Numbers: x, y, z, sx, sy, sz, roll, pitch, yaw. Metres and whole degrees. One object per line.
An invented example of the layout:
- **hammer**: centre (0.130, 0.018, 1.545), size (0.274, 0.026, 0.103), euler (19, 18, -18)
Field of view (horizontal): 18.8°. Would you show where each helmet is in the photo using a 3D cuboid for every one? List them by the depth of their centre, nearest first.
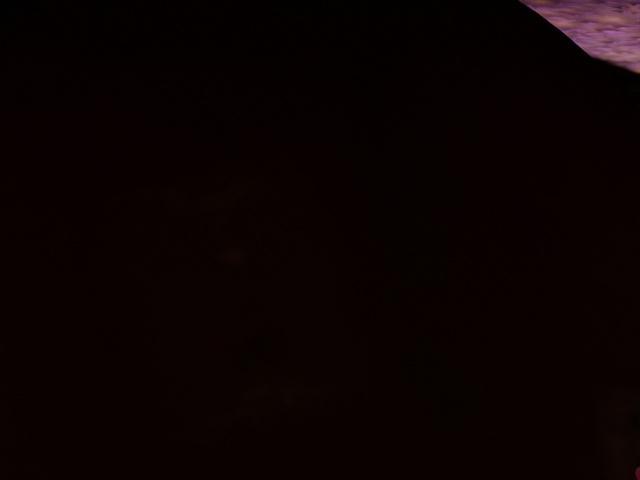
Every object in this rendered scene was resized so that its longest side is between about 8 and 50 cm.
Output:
- **helmet**: centre (-0.032, 0.027, 0.527), size (0.337, 0.230, 0.385), euler (-14, 173, -5)

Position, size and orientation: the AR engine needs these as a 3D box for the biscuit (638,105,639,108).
- **biscuit**: centre (0.057, -0.046, 0.752), size (0.141, 0.038, 0.290), euler (1, 175, 33)
